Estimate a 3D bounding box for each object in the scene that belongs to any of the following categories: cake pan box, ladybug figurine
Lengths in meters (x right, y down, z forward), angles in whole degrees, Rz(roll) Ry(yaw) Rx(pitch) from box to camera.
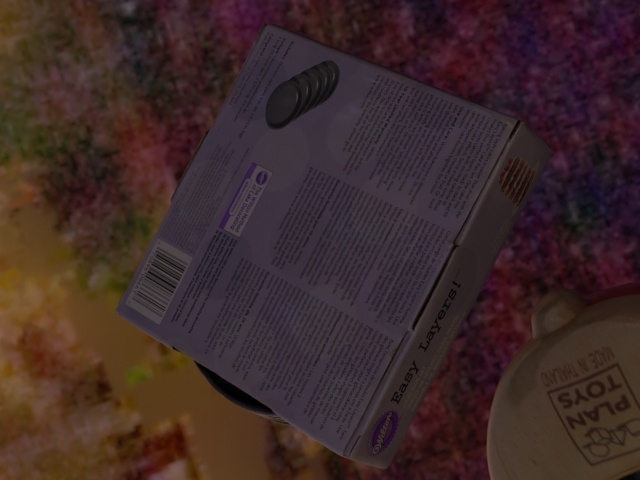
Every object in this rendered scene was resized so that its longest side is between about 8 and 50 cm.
[{"bbox_3d":[0.000,0.000,0.916,0.245,0.267,0.070,25,177,38],"label":"cake pan box"},{"bbox_3d":[0.303,0.189,0.917,0.449,0.305,0.162,51,-144,-16],"label":"ladybug figurine"}]
